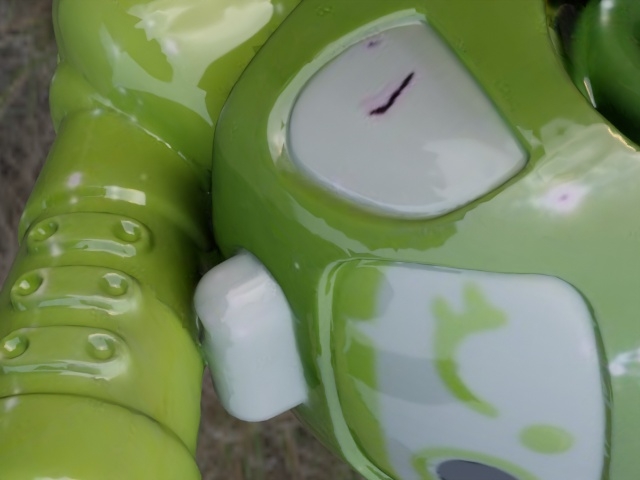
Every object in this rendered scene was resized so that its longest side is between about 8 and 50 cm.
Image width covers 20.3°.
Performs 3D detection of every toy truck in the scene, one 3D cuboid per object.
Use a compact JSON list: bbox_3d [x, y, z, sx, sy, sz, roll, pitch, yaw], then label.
[{"bbox_3d":[0.008,-0.016,0.417,0.210,0.187,0.148,-13,142,-3],"label":"toy truck"}]
